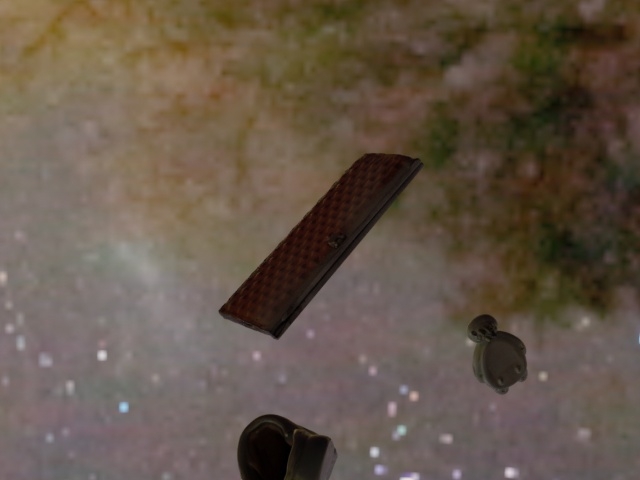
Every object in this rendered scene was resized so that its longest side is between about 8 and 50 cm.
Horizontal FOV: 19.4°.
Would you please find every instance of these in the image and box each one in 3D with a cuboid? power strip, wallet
[{"bbox_3d":[0.164,0.106,1.717,0.055,0.083,0.035,-33,-156,-7],"label":"power strip"},{"bbox_3d":[0.000,0.000,1.587,0.196,0.020,0.103,-49,-156,-13],"label":"wallet"}]

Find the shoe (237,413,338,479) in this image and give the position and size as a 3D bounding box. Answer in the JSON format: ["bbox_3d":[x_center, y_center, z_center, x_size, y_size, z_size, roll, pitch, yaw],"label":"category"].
[{"bbox_3d":[-0.040,0.227,1.861,0.100,0.103,0.251,24,169,1],"label":"shoe"}]
